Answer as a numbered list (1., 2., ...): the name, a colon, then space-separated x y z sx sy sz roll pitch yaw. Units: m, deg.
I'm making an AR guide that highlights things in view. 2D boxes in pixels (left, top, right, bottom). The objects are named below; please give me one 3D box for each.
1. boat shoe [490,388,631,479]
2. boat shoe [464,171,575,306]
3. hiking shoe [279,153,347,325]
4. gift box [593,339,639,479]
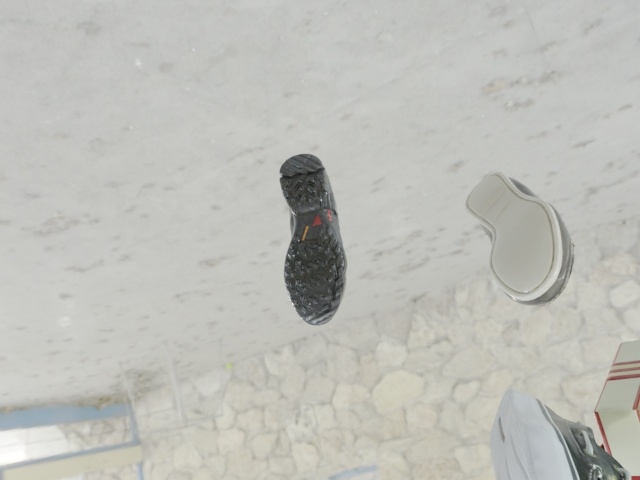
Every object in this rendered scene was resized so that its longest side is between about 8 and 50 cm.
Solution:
1. boat shoe: 0.231 0.222 0.573 0.119 0.121 0.335 13 -170 13
2. boat shoe: 0.281 -0.002 0.826 0.112 0.095 0.335 -49 -166 20
3. hiking shoe: 0.000 0.000 0.836 0.086 0.226 0.114 -4 177 14
4. gift box: 0.477 0.272 0.733 0.258 0.276 0.255 -16 179 36
